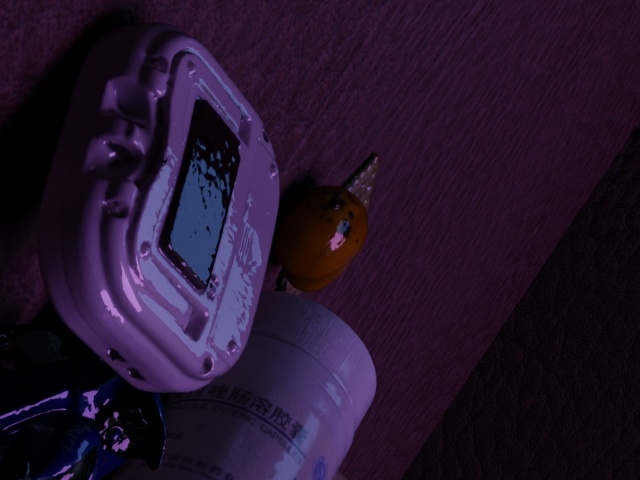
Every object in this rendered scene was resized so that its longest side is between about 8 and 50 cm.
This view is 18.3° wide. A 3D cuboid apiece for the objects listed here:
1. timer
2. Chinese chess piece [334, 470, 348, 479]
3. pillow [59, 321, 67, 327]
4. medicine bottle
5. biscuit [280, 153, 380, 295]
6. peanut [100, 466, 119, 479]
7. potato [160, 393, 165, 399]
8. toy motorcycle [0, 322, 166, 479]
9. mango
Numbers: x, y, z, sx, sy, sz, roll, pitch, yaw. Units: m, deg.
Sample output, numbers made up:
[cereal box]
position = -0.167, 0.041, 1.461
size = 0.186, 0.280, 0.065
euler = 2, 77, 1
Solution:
[timer]
position = -0.117, -0.023, 1.538
size = 0.237, 0.087, 0.262
euler = 53, 42, -51
[Chinese chess piece]
position = -0.061, 0.393, 2.495
size = 0.270, 0.270, 0.112
euler = -49, 177, -29
[pillow]
position = -0.165, 0.051, 1.818
size = 0.302, 0.075, 0.185
euler = -53, 174, -17
[medicine bottle]
position = -0.082, 0.215, 1.977
size = 0.332, 0.190, 0.190
euler = -59, 171, -46
[biscuit]
position = 0.008, -0.007, 2.380
size = 0.203, 0.016, 0.144
euler = -48, 163, -34
[peanut]
position = -0.229, 0.340, 2.032
size = 0.340, 0.158, 0.174
euler = -41, 174, -41
[potato]
position = -0.156, 0.095, 1.941
size = 0.122, 0.086, 0.061
euler = -53, 179, -21
[toy motorcycle]
position = -0.242, 0.166, 1.549
size = 0.331, 0.196, 0.125
euler = -48, 147, -53
[mango]
position = 0.002, -0.003, 2.224
size = 0.115, 0.090, 0.178
euler = -46, 165, -8
